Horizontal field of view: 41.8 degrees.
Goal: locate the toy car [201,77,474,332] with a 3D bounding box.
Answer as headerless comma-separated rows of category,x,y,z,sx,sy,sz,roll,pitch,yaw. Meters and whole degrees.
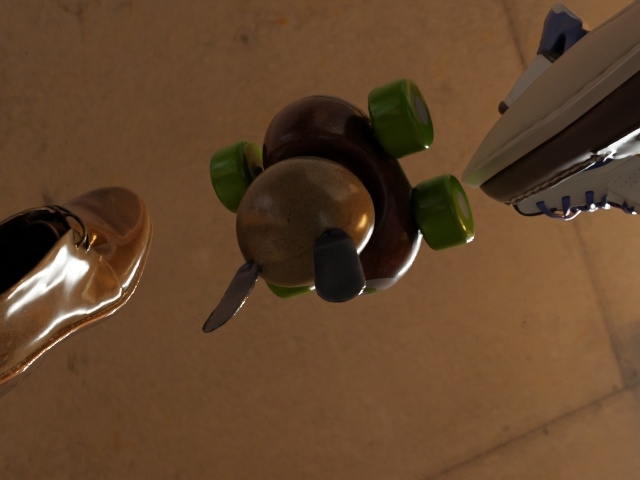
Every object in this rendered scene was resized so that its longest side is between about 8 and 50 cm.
toy car,0.000,0.000,0.538,0.155,0.188,0.149,-18,-67,23

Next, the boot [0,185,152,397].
boot,-0.222,0.012,0.732,0.112,0.305,0.115,29,-58,1

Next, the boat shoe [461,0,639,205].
boat shoe,0.228,-0.111,0.553,0.097,0.324,0.116,39,-140,-11

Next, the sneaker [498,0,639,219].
sneaker,0.294,-0.066,0.825,0.315,0.127,0.182,47,-63,17
